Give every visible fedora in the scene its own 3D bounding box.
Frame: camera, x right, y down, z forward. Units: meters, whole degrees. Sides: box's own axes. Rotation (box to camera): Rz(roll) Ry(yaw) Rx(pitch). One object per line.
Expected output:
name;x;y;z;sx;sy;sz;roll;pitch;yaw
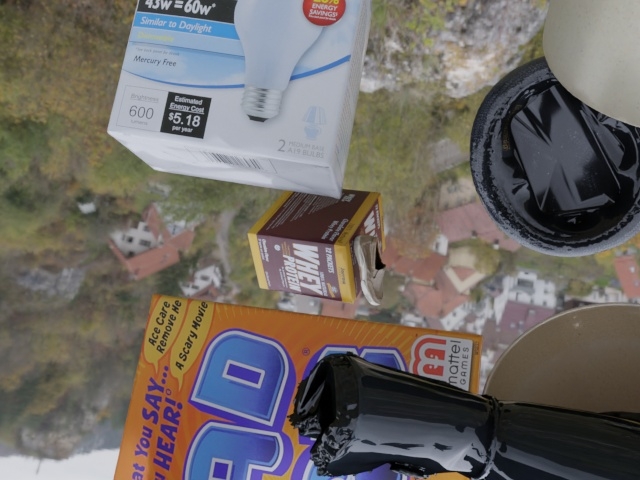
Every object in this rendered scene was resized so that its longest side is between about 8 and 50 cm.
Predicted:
fedora;0.410;-0.147;1.061;0.334;0.334;0.152;6;-159;17

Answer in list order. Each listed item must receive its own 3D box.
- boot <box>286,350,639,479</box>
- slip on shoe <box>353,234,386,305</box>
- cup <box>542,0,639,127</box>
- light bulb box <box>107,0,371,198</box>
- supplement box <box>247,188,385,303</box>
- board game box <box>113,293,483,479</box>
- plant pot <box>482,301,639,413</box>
boot;0.104;0.143;0.437;0.207;0.094;0.246;17;168;-21
slip on shoe;0.095;0.053;1.115;0.041;0.135;0.051;-5;-161;26
cup;0.388;-0.295;0.597;0.331;0.331;0.237;5;143;20
light bulb box;-0.113;-0.290;1.067;0.358;0.361;0.225;9;172;5
supplement box;0.000;0.000;1.208;0.194;0.191;0.129;7;126;23
board game box;-0.012;0.290;0.780;0.356;0.356;0.356;6;165;9
plant pot;0.351;0.241;0.738;0.284;0.284;0.191;-1;139;35
